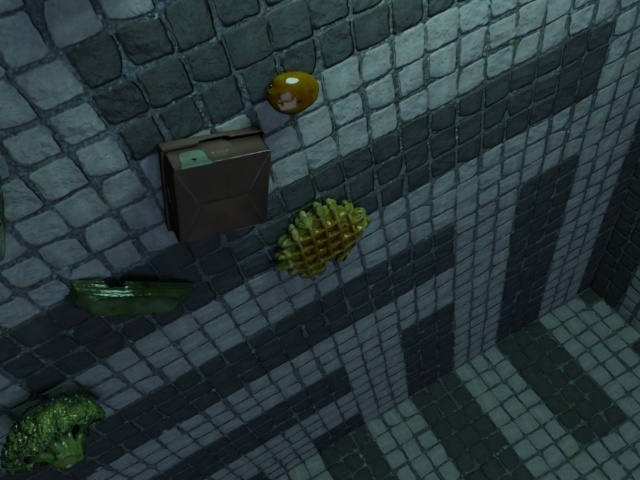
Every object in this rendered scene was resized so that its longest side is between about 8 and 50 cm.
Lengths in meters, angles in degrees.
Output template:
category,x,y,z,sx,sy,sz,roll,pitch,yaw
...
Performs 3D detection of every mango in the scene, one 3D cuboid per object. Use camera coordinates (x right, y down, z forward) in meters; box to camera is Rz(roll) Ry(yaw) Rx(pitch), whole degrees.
category,x,y,z,sx,sy,sz,roll,pitch,yaw
mango,-0.052,-0.291,1.086,0.114,0.060,0.080,-10,121,-27

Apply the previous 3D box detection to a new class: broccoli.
category,x,y,z,sx,sy,sz,roll,pitch,yaw
broccoli,-0.657,0.479,1.377,0.226,0.176,0.198,21,123,-31

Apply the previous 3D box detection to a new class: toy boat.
category,x,y,z,sx,sy,sz,roll,pitch,yaw
toy boat,-0.421,0.130,1.268,0.293,0.055,0.093,4,131,-40

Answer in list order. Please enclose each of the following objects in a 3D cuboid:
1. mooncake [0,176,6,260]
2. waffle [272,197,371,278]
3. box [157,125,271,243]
category,x,y,z,sx,sy,sz,roll,pitch,yaw
mooncake,-0.618,-0.067,0.833,0.250,0.136,0.254,-3,140,-33
waffle,0.001,0.002,1.455,0.250,0.056,0.261,5,130,-40
box,-0.212,-0.112,1.138,0.215,0.086,0.215,-16,139,-25
